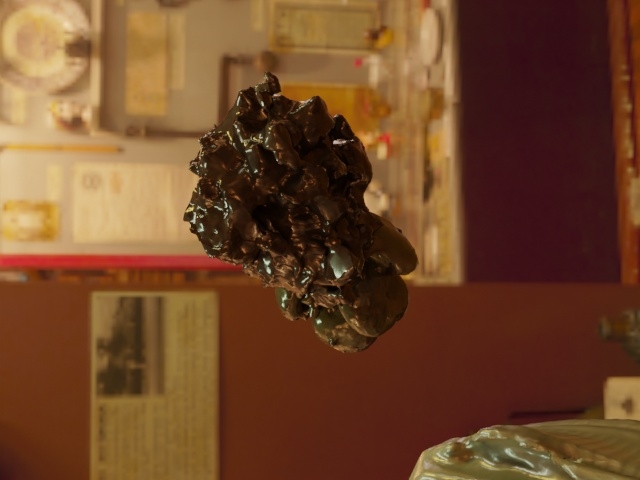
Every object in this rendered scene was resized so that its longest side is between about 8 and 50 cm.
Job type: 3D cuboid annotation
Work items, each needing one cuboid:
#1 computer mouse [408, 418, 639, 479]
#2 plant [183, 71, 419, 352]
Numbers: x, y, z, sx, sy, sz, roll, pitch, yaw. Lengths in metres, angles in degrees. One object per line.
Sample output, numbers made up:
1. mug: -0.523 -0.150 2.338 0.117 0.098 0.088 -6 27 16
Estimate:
1. computer mouse: 0.244 0.238 0.863 0.429 0.145 0.228 10 110 39
2. plant: 0.000 0.000 0.536 0.085 0.087 0.174 -55 -32 -14
